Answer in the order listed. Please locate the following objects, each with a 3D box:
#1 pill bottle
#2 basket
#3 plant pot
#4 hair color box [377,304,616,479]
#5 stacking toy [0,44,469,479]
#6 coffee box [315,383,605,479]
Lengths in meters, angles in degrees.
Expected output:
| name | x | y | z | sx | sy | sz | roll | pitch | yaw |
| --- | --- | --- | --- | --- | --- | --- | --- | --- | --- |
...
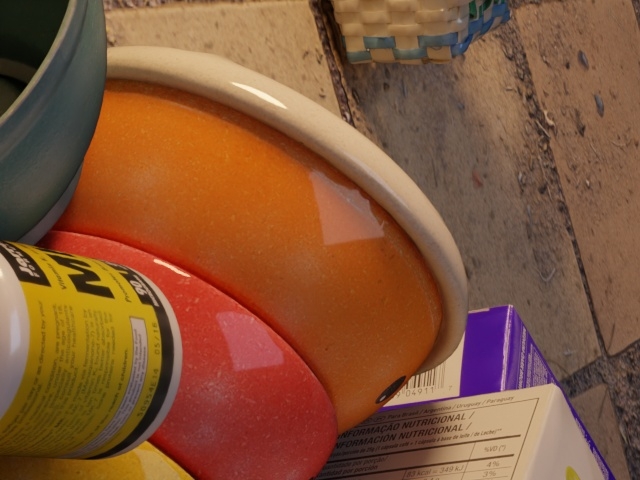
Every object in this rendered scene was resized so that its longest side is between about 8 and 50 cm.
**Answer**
| name | x | y | z | sx | sy | sz | roll | pitch | yaw |
| --- | --- | --- | --- | --- | --- | --- | --- | --- | --- |
| pill bottle | -0.177 | 0.058 | 0.935 | 0.208 | 0.119 | 0.119 | 15 | 65 | -60 |
| basket | 0.101 | -0.338 | 1.784 | 0.255 | 0.201 | 0.288 | -40 | 120 | -58 |
| plant pot | -0.252 | -0.090 | 1.036 | 0.196 | 0.293 | 0.293 | 67 | 23 | -59 |
| hair color box | 0.146 | 0.206 | 1.607 | 0.339 | 0.185 | 0.110 | 57 | 33 | -42 |
| stacking toy | -0.143 | 0.142 | 1.152 | 0.350 | 0.351 | 0.480 | 51 | 57 | -36 |
| coffee box | 0.049 | 0.351 | 1.257 | 0.337 | 0.338 | 0.334 | 62 | 33 | -25 |
